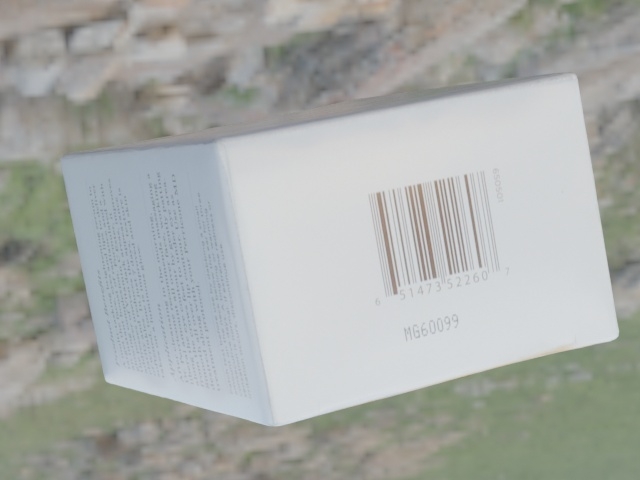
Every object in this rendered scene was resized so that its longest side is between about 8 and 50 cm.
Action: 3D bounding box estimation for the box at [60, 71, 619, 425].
[{"bbox_3d":[0.000,0.000,0.644,0.130,0.091,0.170,-13,-174,-23],"label":"box"}]
